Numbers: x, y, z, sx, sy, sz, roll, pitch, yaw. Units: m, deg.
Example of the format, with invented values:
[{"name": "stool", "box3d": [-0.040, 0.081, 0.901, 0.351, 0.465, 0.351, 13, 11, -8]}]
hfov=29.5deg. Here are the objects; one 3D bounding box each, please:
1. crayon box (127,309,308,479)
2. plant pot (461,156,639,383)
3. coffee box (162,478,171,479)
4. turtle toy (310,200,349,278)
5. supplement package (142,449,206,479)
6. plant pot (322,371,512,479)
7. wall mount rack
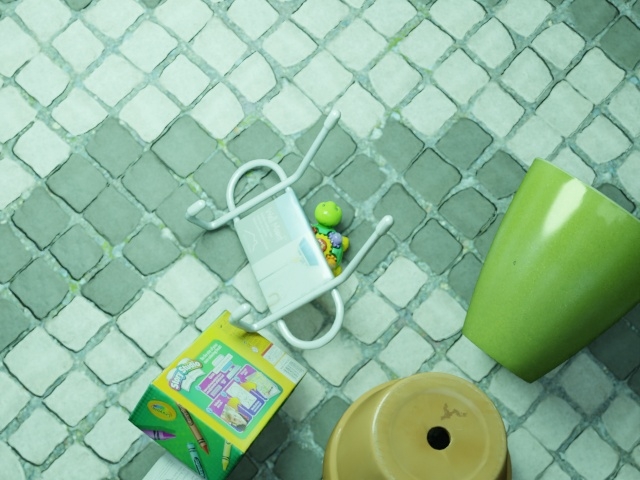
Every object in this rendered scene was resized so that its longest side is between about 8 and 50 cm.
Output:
[{"name": "crayon box", "box3d": [-0.146, 0.228, 1.813, 0.165, 0.278, 0.081, 36, 117, 4]}, {"name": "plant pot", "box3d": [0.362, 0.068, 1.899, 0.275, 0.275, 0.293, 36, 93, 4]}, {"name": "coffee box", "box3d": [-0.170, 0.486, 1.626, 0.168, 0.119, 0.297, -41, 83, -10]}, {"name": "turtle toy", "box3d": [0.000, 0.000, 1.970, 0.095, 0.066, 0.130, 15, 78, 0]}, {"name": "supplement package", "box3d": [-0.175, 0.463, 1.792, 0.263, 0.198, 0.199, 37, 79, 5]}, {"name": "plant pot", "box3d": [0.156, 0.323, 1.810, 0.291, 0.203, 0.291, 2, 64, -5]}, {"name": "wall mount rack", "box3d": [-0.038, -0.022, 1.879, 0.304, 0.130, 0.350, -31, 64, 12]}]
